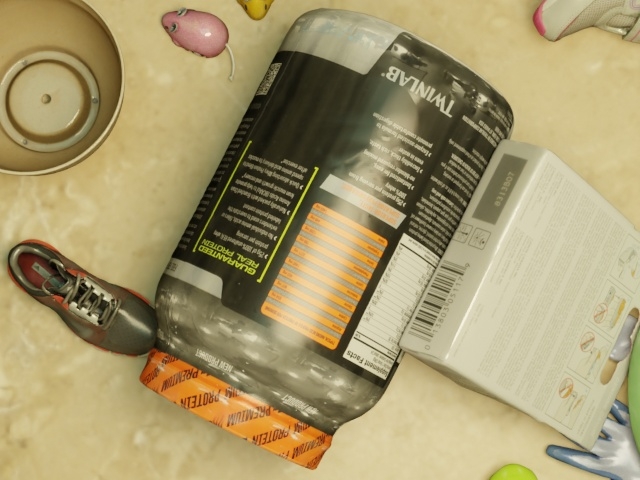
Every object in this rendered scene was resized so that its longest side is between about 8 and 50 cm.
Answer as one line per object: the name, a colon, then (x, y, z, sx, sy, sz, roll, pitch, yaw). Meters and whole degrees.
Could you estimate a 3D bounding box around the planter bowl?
planter bowl: (-0.242, -0.128, 1.221, 0.162, 0.109, 0.162, 0, 84, -1)

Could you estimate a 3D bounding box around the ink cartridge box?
ink cartridge box: (0.185, 0.050, 1.176, 0.066, 0.232, 0.189, 21, 81, 42)

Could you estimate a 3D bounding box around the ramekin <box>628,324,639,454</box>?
ramekin: (0.422, 0.125, 1.170, 0.303, 0.148, 0.304, 1, 83, -8)

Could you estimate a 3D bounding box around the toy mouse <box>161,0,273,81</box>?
toy mouse: (-0.111, -0.223, 1.272, 0.143, 0.031, 0.161, 1, 84, -1)

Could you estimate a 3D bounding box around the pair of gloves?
pair of gloves: (0.296, 0.147, 1.247, 0.159, 0.023, 0.198, 25, 82, 2)

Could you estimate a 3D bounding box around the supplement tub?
supplement tub: (0.000, 0.000, 1.164, 0.207, 0.207, 0.338, 27, 85, 2)

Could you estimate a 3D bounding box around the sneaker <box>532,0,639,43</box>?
sneaker: (0.312, -0.211, 1.243, 0.252, 0.103, 0.111, -17, 83, -2)

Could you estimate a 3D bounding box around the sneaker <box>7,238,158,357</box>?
sneaker: (-0.206, 0.052, 1.226, 0.158, 0.065, 0.061, 28, 85, 2)

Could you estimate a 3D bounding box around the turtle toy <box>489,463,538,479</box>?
turtle toy: (0.173, 0.255, 1.212, 0.095, 0.066, 0.130, -7, 84, -3)
